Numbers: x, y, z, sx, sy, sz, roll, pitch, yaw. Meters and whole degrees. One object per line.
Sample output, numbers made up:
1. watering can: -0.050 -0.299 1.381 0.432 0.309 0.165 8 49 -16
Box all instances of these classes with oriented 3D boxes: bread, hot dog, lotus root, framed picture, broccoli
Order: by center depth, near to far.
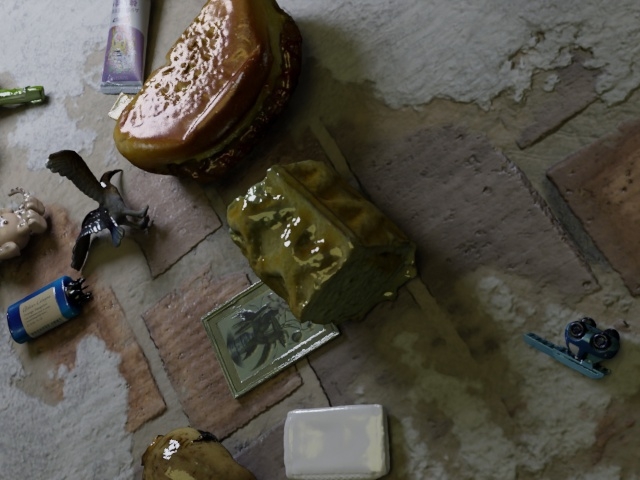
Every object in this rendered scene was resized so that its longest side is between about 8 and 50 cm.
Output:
1. bread: -0.005 0.004 1.568 0.252 0.239 0.196 53 132 31
2. lotus root: -0.203 0.399 1.581 0.257 0.140 0.154 20 92 23
3. framed picture: -0.091 0.150 1.668 0.231 0.010 0.173 -34 64 13
4. hot dog: -0.178 -0.264 1.726 0.223 0.185 0.405 41 95 30
5. broccoli: -0.689 -0.313 2.044 0.204 0.118 0.122 4 66 10

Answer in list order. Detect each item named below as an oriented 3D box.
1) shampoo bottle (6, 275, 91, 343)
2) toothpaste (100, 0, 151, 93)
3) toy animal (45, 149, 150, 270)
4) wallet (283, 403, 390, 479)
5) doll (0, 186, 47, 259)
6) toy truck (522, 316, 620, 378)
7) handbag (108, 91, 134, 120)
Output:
1. shampoo bottle: -0.531 0.130 1.861 0.183 0.050 0.087 -27 63 17
2. toothpaste: -0.394 -0.450 1.955 0.114 0.073 0.299 4 85 27
3. toy animal: -0.405 -0.063 1.829 0.160 0.197 0.272 25 131 13
4. wallet: 0.026 0.333 1.550 0.183 0.032 0.124 -10 72 25
5. doll: -0.683 0.005 1.937 0.278 0.119 0.154 -36 50 6
6. toy truck: 0.377 0.147 1.421 0.136 0.063 0.074 29 109 32
7. handbag: -0.385 -0.261 1.915 0.083 0.027 0.061 29 91 30
